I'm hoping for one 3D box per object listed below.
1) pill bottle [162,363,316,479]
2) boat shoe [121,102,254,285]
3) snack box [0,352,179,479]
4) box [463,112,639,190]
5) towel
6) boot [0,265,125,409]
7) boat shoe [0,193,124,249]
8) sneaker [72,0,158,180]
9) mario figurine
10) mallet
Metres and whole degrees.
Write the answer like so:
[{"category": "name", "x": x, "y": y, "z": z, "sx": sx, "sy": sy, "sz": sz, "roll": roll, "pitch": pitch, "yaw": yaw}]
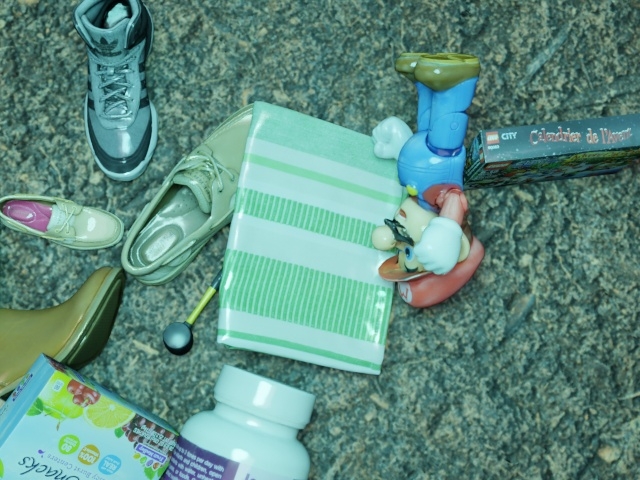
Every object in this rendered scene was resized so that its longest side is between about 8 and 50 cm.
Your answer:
[{"category": "pill bottle", "x": -0.110, "y": 0.313, "z": 0.954, "sx": 0.169, "sy": 0.169, "sz": 0.301, "roll": 19, "pitch": 81, "yaw": 0}, {"category": "boat shoe", "x": -0.153, "y": -0.068, "z": 1.049, "sx": 0.109, "sy": 0.098, "sz": 0.302, "roll": 40, "pitch": 81, "yaw": 4}, {"category": "snack box", "x": -0.298, "y": 0.262, "z": 0.949, "sx": 0.207, "sy": 0.070, "sz": 0.174, "roll": 42, "pitch": 78, "yaw": -34}, {"category": "box", "x": 0.310, "y": -0.116, "z": 1.051, "sx": 0.233, "sy": 0.159, "sz": 0.044, "roll": -7, "pitch": 81, "yaw": -4}, {"category": "towel", "x": 0.000, "y": 0.000, "z": 1.043, "sx": 0.248, "sy": 0.038, "sz": 0.324, "roll": 14, "pitch": 79, "yaw": -19}, {"category": "boot", "x": -0.404, "y": 0.115, "z": 1.016, "sx": 0.220, "sy": 0.109, "sz": 0.283, "roll": 29, "pitch": 84, "yaw": 9}, {"category": "boat shoe", "x": -0.352, "y": -0.026, "z": 1.051, "sx": 0.170, "sy": 0.059, "sz": 0.063, "roll": 8, "pitch": 80, "yaw": -2}, {"category": "sneaker", "x": -0.276, "y": -0.222, "z": 1.040, "sx": 0.101, "sy": 0.153, "sz": 0.268, "roll": -1, "pitch": 81, "yaw": -3}, {"category": "mario figurine", "x": 0.114, "y": -0.068, "z": 0.976, "sx": 0.170, "sy": 0.198, "sz": 0.320, "roll": 7, "pitch": 107, "yaw": 24}, {"category": "mallet", "x": -0.148, "y": 0.069, "z": 1.045, "sx": 0.039, "sy": 0.062, "sz": 0.189, "roll": 32, "pitch": 80, "yaw": 4}]
